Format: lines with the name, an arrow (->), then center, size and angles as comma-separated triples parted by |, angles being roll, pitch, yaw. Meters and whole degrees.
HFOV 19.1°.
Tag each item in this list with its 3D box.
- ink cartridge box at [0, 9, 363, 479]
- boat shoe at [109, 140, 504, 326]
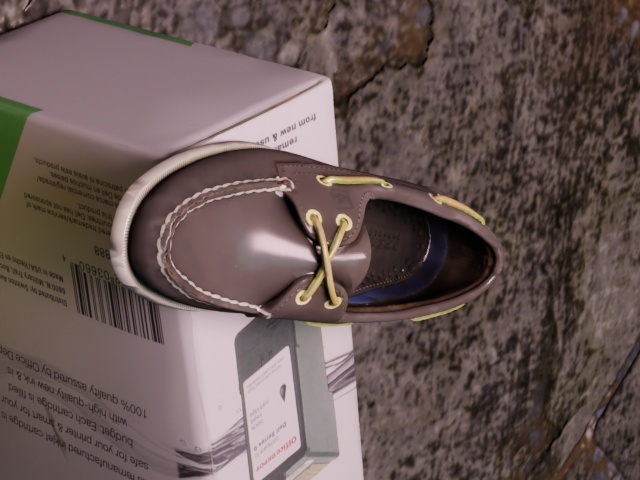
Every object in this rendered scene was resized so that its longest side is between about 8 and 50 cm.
ink cartridge box -> -0.096, 0.043, 1.030 | 0.121, 0.211, 0.289 | -30, 126, -40
boat shoe -> 0.000, 0.000, 0.901 | 0.227, 0.068, 0.081 | -1, 104, -50
